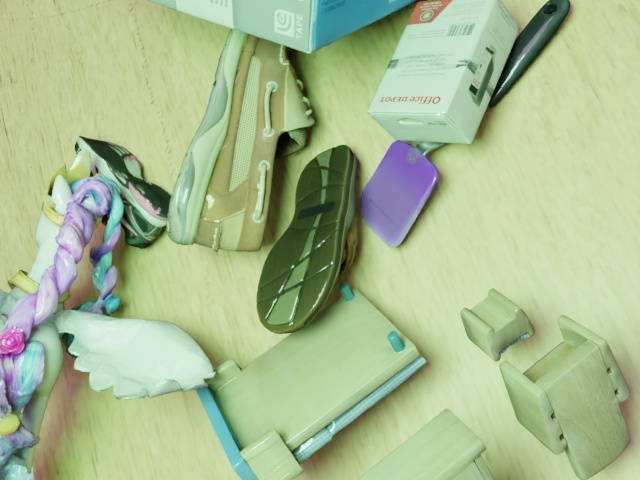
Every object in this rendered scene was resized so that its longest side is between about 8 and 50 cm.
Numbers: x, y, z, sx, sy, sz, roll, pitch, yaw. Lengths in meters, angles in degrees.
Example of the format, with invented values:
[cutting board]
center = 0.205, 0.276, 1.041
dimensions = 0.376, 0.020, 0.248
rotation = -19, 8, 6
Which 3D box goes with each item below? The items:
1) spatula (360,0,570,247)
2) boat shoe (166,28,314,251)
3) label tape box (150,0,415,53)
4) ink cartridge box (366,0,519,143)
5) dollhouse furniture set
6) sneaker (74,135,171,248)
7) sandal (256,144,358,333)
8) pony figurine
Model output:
[spatula]
center = 0.144, -0.125, 0.757
dimensions = 0.296, 0.030, 0.084
rotation = -48, 47, 6
[boat shoe]
center = -0.068, -0.133, 0.827
dimensions = 0.116, 0.123, 0.324
rotation = 18, 76, -6
[label tape box]
center = -0.069, -0.323, 0.781
dimensions = 0.347, 0.249, 0.115
rotation = 27, 134, 26
[ink cartridge box]
center = 0.120, -0.165, 0.738
dimensions = 0.099, 0.056, 0.135
rotation = 12, 72, 46
[dollhouse furniture set]
center = 0.079, 0.173, 0.705
dimensions = 0.286, 0.198, 0.303
rotation = -36, 32, -9
[sneaker]
center = -0.250, -0.057, 0.909
dimensions = 0.178, 0.072, 0.077
rotation = 45, 109, 32
[sandal]
center = 0.000, 0.000, 0.769
dimensions = 0.090, 0.060, 0.219
rotation = -12, 48, 33
[pony figurine]
center = -0.303, 0.109, 0.774
dimensions = 0.363, 0.302, 0.351
rotation = -62, 26, 14
